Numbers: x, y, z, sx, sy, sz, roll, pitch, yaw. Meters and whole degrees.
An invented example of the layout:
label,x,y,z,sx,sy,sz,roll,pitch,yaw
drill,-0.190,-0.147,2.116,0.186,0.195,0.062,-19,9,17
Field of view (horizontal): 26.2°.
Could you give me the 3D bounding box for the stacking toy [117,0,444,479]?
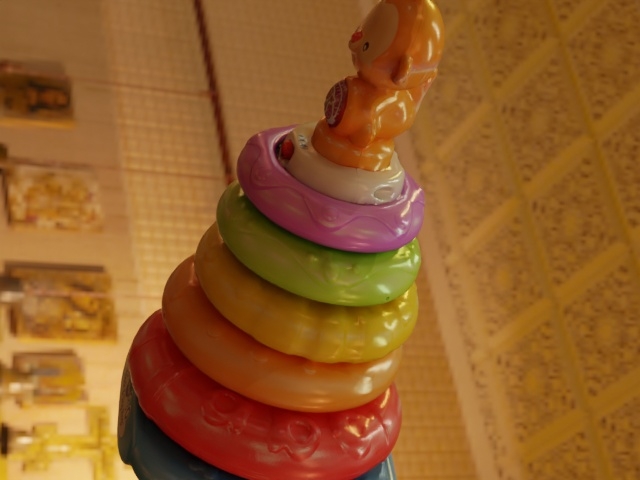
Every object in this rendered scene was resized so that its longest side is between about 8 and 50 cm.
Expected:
label,x,y,z,sx,sy,sz,roll,pitch,yaw
stacking toy,0.000,0.000,0.754,0.175,0.166,0.301,-98,-156,-57
